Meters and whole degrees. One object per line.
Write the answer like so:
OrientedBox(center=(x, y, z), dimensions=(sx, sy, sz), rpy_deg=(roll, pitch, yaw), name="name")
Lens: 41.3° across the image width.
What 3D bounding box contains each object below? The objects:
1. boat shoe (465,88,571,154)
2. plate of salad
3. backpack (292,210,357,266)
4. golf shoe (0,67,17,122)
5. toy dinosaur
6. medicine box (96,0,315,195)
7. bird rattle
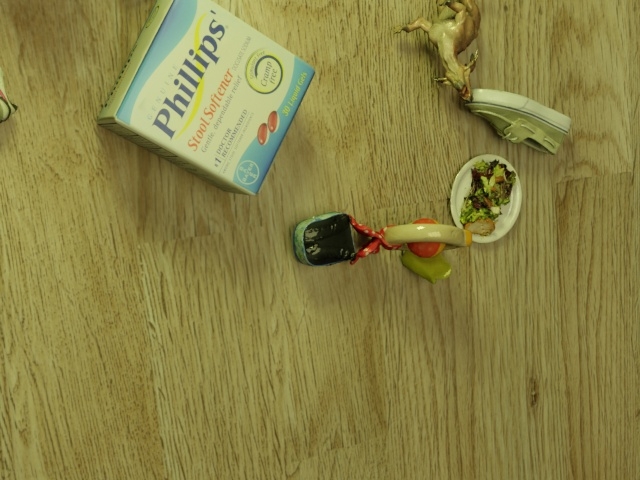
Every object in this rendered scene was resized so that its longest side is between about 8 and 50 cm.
OrientedBox(center=(0.437, -0.261, 1.870), dimensions=(0.302, 0.109, 0.094), rpy_deg=(12, 93, -31), name="boat shoe")
OrientedBox(center=(0.376, -0.092, 1.891), dimensions=(0.200, 0.048, 0.199), rpy_deg=(-3, 98, -26), name="plate of salad")
OrientedBox(center=(0.000, 0.000, 1.687), dimensions=(0.114, 0.084, 0.105), rpy_deg=(-15, 102, -30), name="backpack")
OrientedBox(center=(-0.564, -0.277, 1.382), dimensions=(0.086, 0.068, 0.186), rpy_deg=(-38, 110, -52), name="golf shoe")
OrientedBox(center=(0.287, -0.435, 1.767), dimensions=(0.200, 0.127, 0.295), rpy_deg=(45, 64, -32), name="toy dinosaur")
OrientedBox(center=(-0.203, -0.259, 1.515), dimensions=(0.289, 0.149, 0.263), rpy_deg=(28, 83, -28), name="medicine box")
OrientedBox(center=(0.187, -0.010, 1.728), dimensions=(0.254, 0.207, 0.143), rpy_deg=(19, 69, -37), name="bird rattle")
